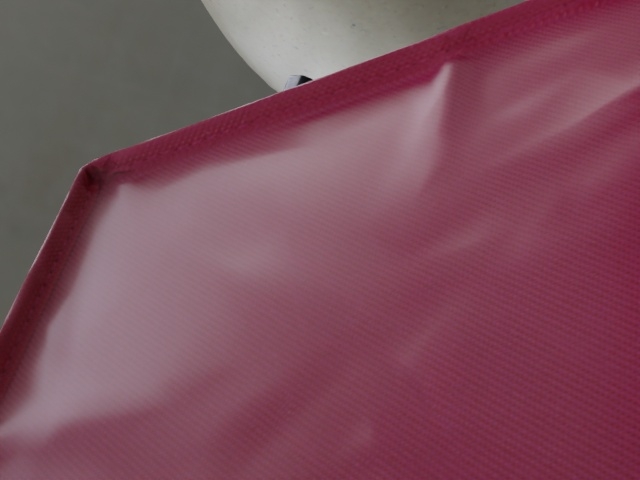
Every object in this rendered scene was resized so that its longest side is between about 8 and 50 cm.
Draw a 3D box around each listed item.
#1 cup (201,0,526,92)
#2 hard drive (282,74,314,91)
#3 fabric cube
[{"bbox_3d":[0.032,-0.250,0.987,0.331,0.331,0.237,49,-173,25],"label":"cup"},{"bbox_3d":[0.000,0.000,0.862,0.094,0.022,0.135,27,-97,-24],"label":"hard drive"},{"bbox_3d":[0.075,0.108,0.452,0.259,0.258,0.254,-17,-150,24],"label":"fabric cube"}]
